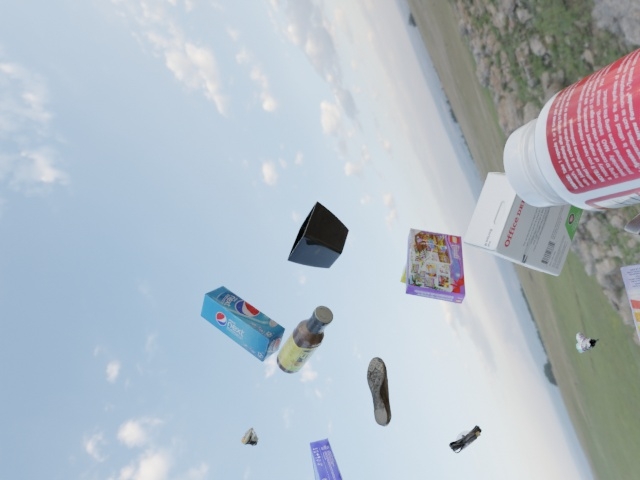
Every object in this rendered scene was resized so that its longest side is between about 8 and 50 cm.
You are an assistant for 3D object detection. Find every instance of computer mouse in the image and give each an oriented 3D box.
[{"bbox_3d":[0.435,0.600,1.316,0.042,0.106,0.193,51,175,31],"label":"computer mouse"}]

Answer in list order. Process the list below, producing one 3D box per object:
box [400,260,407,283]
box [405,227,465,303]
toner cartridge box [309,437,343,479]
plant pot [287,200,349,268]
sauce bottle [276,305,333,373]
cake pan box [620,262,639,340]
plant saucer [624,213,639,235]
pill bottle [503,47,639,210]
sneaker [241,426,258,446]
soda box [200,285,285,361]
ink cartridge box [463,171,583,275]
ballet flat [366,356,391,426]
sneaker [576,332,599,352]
[{"bbox_3d":[0.433,0.159,1.696,0.087,0.232,0.058,-61,-10,-48],"label":"box"},{"bbox_3d":[0.421,0.087,1.608,0.057,0.200,0.294,95,-173,-46],"label":"box"},{"bbox_3d":[0.037,0.829,1.437,0.348,0.075,0.166,-146,46,-77],"label":"toner cartridge box"},{"bbox_3d":[0.000,0.000,1.671,0.166,0.188,0.188,27,-130,-9],"label":"plant pot"},{"bbox_3d":[-0.056,0.355,1.551,0.111,0.345,0.112,16,-136,-16],"label":"sauce bottle"},{"bbox_3d":[0.713,0.140,0.764,0.070,0.266,0.246,3,-104,-49],"label":"cake pan box"},{"bbox_3d":[0.816,-0.059,1.032,0.168,0.168,0.029,35,-150,-56],"label":"plant saucer"},{"bbox_3d":[0.503,-0.175,0.685,0.229,0.228,0.407,68,158,0],"label":"pill bottle"},{"bbox_3d":[-0.162,0.470,1.030,0.037,0.031,0.083,51,176,8],"label":"sneaker"},{"bbox_3d":[-0.191,0.199,1.061,0.210,0.071,0.067,29,-152,22],"label":"soda box"},{"bbox_3d":[0.561,-0.044,1.199,0.288,0.211,0.121,18,-177,-29],"label":"ink cartridge box"},{"bbox_3d":[0.228,0.567,1.641,0.058,0.084,0.250,31,-136,-46],"label":"ballet flat"},{"bbox_3d":[0.938,0.351,1.526,0.038,0.069,0.098,51,-141,-7],"label":"sneaker"}]
